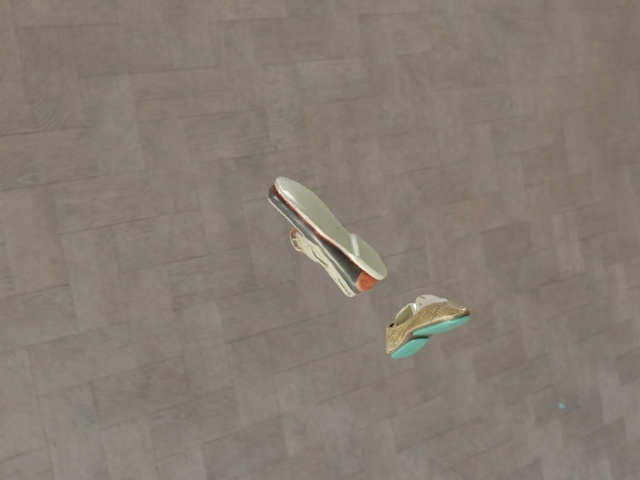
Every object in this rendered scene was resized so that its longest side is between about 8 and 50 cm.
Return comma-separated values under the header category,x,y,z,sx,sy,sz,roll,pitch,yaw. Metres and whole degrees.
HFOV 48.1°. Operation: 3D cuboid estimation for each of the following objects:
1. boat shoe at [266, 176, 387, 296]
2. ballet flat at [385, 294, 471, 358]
category,x,y,z,sx,sy,sz,roll,pitch,yaw
boat shoe,0.000,0.000,0.616,0.137,0.043,0.049,41,28,-28
ballet flat,0.153,0.121,1.089,0.073,0.206,0.067,0,65,-28
